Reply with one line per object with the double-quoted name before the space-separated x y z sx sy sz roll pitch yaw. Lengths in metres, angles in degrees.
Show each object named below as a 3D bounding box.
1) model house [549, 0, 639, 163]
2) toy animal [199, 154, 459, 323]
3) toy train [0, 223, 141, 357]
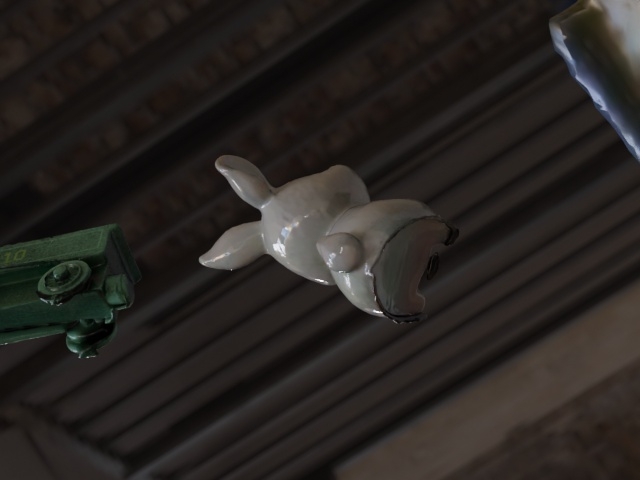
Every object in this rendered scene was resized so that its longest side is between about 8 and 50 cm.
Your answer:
"model house" 0.348 -0.147 0.834 0.382 0.334 0.343 12 121 43
"toy animal" 0.005 -0.001 1.043 0.085 0.071 0.124 -14 -149 -42
"toy train" -0.213 0.041 1.378 0.099 0.172 0.070 -83 -22 -53
